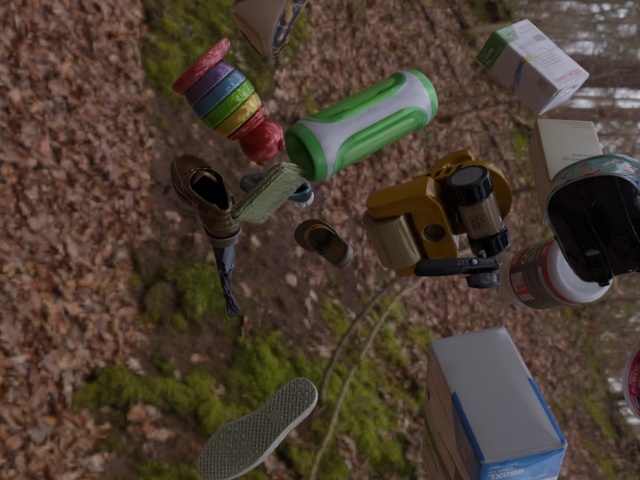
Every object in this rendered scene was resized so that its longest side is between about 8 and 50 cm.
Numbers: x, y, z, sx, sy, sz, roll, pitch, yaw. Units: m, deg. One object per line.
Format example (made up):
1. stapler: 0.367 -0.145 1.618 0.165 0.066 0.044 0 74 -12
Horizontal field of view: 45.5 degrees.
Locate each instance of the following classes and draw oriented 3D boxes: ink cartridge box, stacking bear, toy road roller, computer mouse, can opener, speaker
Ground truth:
1. ink cartridge box: 0.321 0.412 1.501 0.285 0.166 0.395 -108 -169 -48
2. stacking bear: -0.204 -0.311 1.834 0.289 0.175 0.164 47 33 -13
3. toy road roller: 0.277 -0.079 1.770 0.240 0.329 0.202 -76 146 -55
4. computer mouse: -0.251 0.088 2.101 0.262 0.060 0.184 -113 -168 -53
5. ink cartridge box: 0.659 -0.540 2.368 0.278 0.201 0.117 48 -40 16
6. can opener: 0.286 0.057 1.580 0.059 0.186 0.073 109 -19 -56
7. speaker: 0.081 -0.225 1.476 0.131 0.296 0.131 48 -24 30

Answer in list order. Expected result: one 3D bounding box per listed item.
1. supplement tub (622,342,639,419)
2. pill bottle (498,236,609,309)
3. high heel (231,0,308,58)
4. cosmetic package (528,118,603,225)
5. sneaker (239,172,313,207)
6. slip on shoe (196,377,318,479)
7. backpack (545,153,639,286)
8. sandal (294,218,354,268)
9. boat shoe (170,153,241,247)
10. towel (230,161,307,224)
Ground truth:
1. supplement tub: 0.724 0.281 1.424 0.272 0.191 0.191 178 -89 -72
2. pill bottle: 0.698 0.102 2.320 0.363 0.210 0.210 145 -54 -72
3. high heel: -0.025 -0.338 0.994 0.093 0.186 0.261 49 -8 6
4. cosmetic package: 0.640 -0.177 1.964 0.309 0.160 0.113 -85 177 -46
5. sneaker: -0.093 -0.121 1.667 0.076 0.166 0.065 118 -21 -72
6. slip on shoe: -0.143 0.451 1.795 0.123 0.331 0.101 47 -15 18
7. backpack: 0.611 -0.061 1.635 0.253 0.225 0.191 53 40 -21
8. sandal: 0.000 0.000 1.543 0.180 0.049 0.072 35 -83 49
9. boat shoe: -0.254 -0.120 1.706 0.307 0.111 0.104 49 -29 38
10. towel: -0.094 -0.087 1.410 0.027 0.148 0.110 50 16 21
